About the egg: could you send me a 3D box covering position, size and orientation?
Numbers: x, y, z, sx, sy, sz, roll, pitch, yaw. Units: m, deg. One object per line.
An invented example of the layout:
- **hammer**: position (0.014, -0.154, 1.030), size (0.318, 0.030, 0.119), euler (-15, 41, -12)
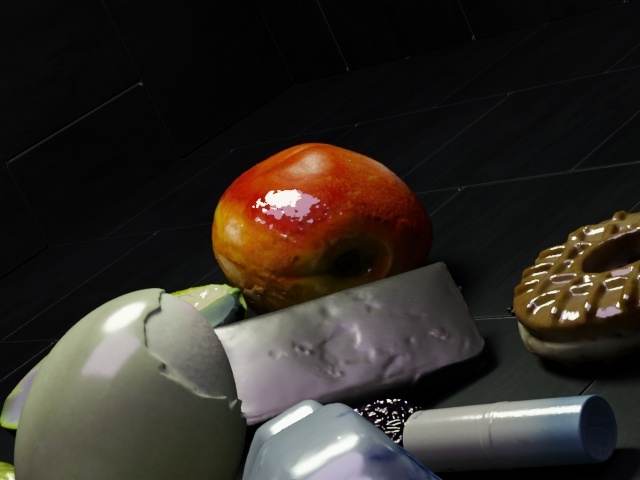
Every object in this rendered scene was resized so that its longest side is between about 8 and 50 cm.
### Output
- **egg**: position (-0.229, 0.228, 1.848), size (0.336, 0.278, 0.278), euler (-70, 20, 1)

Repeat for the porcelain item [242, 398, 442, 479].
- **porcelain item**: position (0.042, 0.284, 1.450), size (0.178, 0.242, 0.405), euler (-52, 16, 0)

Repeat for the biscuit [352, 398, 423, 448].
- **biscuit**: position (0.052, 0.261, 1.850), size (0.194, 0.053, 0.194), euler (-24, 17, 8)

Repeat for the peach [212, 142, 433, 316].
- **peach**: position (-0.001, -0.002, 2.336), size (0.372, 0.290, 0.373), euler (-17, 23, 7)

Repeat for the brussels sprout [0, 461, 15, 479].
- **brussels sprout**: position (-0.474, 0.395, 2.026), size (0.223, 0.161, 0.223), euler (-23, 8, 4)

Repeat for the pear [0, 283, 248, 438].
- **pear**: position (-0.258, 0.231, 2.204), size (0.398, 0.165, 0.399), euler (-25, 17, 8)

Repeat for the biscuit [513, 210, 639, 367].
- **biscuit**: position (0.399, 0.049, 1.903), size (0.332, 0.103, 0.332), euler (-24, 16, 8)

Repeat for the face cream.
- **face cream**: position (0.211, 0.221, 1.684), size (0.250, 0.077, 0.077), euler (-12, 20, 43)

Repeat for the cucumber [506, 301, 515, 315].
- **cucumber**: position (0.307, 0.071, 2.104), size (0.039, 0.043, 0.163), euler (30, 47, 19)

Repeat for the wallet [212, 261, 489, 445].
- **wallet**: position (0.035, 0.148, 2.004), size (0.377, 0.051, 0.197), euler (-17, 49, -9)
